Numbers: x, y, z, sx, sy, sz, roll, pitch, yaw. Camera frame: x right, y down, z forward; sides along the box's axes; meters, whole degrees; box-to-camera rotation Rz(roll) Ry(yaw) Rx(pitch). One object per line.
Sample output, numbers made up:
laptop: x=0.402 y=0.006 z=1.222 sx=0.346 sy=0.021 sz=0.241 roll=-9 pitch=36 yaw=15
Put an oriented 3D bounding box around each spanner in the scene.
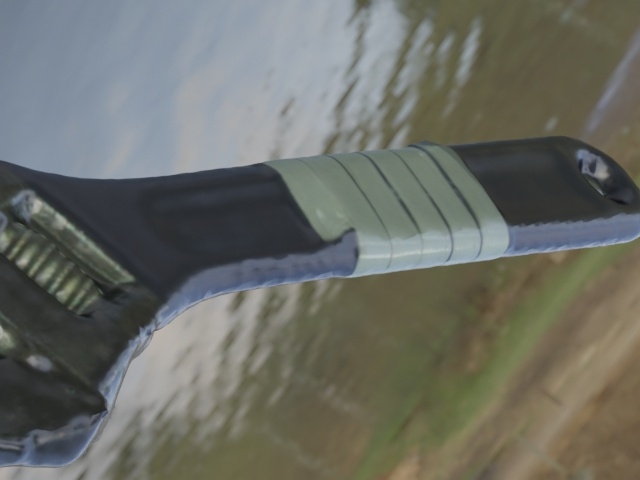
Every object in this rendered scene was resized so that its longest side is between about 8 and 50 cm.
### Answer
spanner: x=0.000 y=0.000 z=0.438 sx=0.316 sy=0.087 sz=0.024 roll=-6 pitch=137 yaw=-52
